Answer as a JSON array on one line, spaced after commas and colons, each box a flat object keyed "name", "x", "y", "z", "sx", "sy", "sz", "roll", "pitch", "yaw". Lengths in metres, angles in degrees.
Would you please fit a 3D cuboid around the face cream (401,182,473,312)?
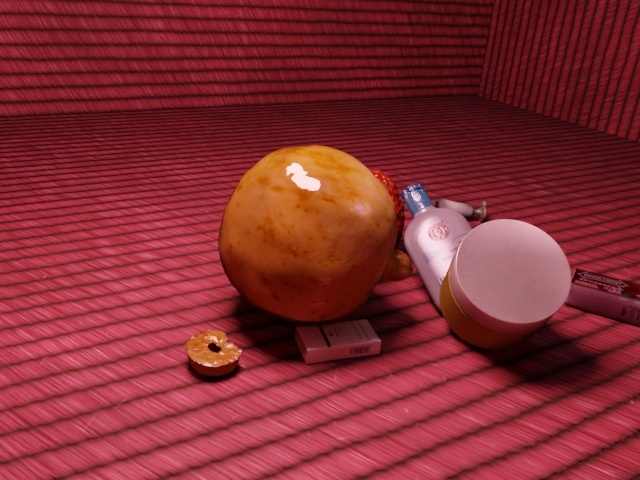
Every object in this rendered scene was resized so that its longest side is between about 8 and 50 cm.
[{"name": "face cream", "x": 0.286, "y": 0.006, "z": 1.383, "sx": 0.163, "sy": 0.080, "sz": 0.336, "roll": -23, "pitch": 59, "yaw": 1}]

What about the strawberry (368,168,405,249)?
[{"name": "strawberry", "x": 0.108, "y": -0.050, "z": 1.505, "sx": 0.250, "sy": 0.238, "sz": 0.288, "roll": -31, "pitch": 39, "yaw": -2}]

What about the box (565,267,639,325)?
[{"name": "box", "x": 0.702, "y": 0.137, "z": 1.373, "sx": 0.224, "sy": 0.069, "sz": 0.120, "roll": 16, "pitch": 27, "yaw": 27}]

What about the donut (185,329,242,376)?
[{"name": "donut", "x": -0.203, "y": 0.214, "z": 1.091, "sx": 0.097, "sy": 0.043, "sz": 0.108, "roll": -11, "pitch": 30, "yaw": -30}]

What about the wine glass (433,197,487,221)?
[{"name": "wine glass", "x": 0.437, "y": -0.095, "z": 1.834, "sx": 0.156, "sy": 0.072, "sz": 0.072, "roll": 4, "pitch": 25, "yaw": -2}]

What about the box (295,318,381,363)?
[{"name": "box", "x": 0.034, "y": 0.199, "z": 1.164, "sx": 0.155, "sy": 0.040, "sz": 0.084, "roll": -5, "pitch": 29, "yaw": -16}]

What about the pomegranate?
[{"name": "pomegranate", "x": 0.000, "y": 0.000, "z": 1.201, "sx": 0.411, "sy": 0.409, "sz": 0.410, "roll": 3, "pitch": 25, "yaw": -2}]

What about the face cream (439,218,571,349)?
[{"name": "face cream", "x": 0.361, "y": 0.093, "z": 1.172, "sx": 0.218, "sy": 0.179, "sz": 0.218, "roll": 0, "pitch": 63, "yaw": 0}]
